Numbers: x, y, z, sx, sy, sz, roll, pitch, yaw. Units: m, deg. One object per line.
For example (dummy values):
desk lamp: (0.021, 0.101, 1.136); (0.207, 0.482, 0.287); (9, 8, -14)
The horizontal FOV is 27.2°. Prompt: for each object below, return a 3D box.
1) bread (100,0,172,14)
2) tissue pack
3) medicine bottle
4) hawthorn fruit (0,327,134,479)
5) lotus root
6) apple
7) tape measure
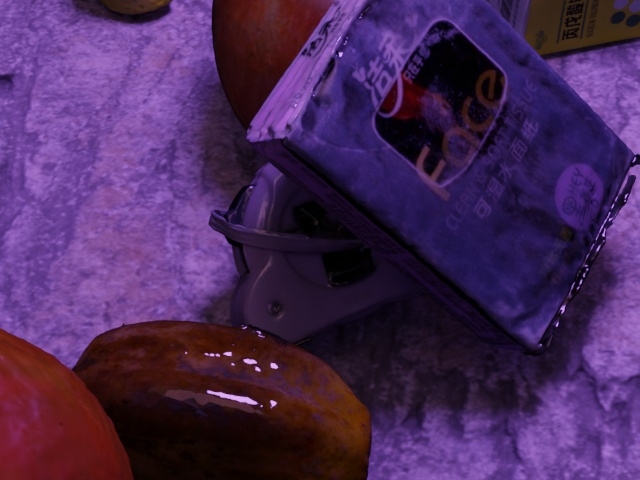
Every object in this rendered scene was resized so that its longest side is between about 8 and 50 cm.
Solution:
bread: (-0.239, -0.357, 1.658); (0.111, 0.114, 0.129); (-11, 51, 2)
tissue pack: (0.128, -0.088, 1.300); (0.122, 0.361, 0.259); (-2, 52, 58)
medicine bottle: (0.337, -0.332, 1.612); (0.250, 0.137, 0.141); (-13, 55, -9)
hawthorn fruit: (-0.371, 0.237, 1.045); (0.472, 0.471, 0.471); (0, 55, 1)
lotus root: (-0.092, 0.168, 1.239); (0.291, 0.193, 0.193); (8, 55, 10)
apple: (0.013, -0.211, 1.474); (0.302, 0.301, 0.301); (0, 55, 1)
tape measure: (0.000, 0.000, 1.367); (0.236, 0.120, 0.197); (-22, 90, -16)
